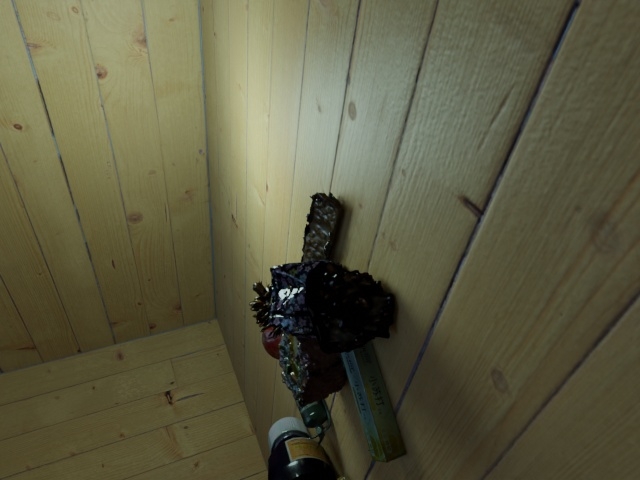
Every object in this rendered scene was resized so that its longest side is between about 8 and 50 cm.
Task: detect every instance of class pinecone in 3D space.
[{"bbox_3d":[-0.168,0.240,1.831,0.185,0.168,0.213,-39,78,52],"label":"pinecone"}]

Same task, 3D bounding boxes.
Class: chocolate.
[{"bbox_3d":[0.002,-0.005,1.401,0.102,0.065,0.329,45,147,24],"label":"chocolate"},{"bbox_3d":[0.097,0.151,1.182,0.176,0.206,0.224,-8,108,26],"label":"chocolate"}]

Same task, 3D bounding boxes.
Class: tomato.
[{"bbox_3d":[-0.187,0.414,2.072,0.189,0.099,0.174,-175,75,-67],"label":"tomato"}]

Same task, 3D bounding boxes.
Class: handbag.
[{"bbox_3d":[-0.032,0.160,1.365,0.126,0.228,0.208,22,-115,-66],"label":"handbag"}]

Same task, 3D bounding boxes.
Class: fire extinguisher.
[{"bbox_3d":[-0.038,0.579,1.787,0.093,0.118,0.294,46,-167,-53],"label":"fire extinguisher"}]

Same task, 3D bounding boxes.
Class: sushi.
[{"bbox_3d":[-0.022,0.341,1.505,0.237,0.170,0.270,-122,30,-42],"label":"sushi"}]

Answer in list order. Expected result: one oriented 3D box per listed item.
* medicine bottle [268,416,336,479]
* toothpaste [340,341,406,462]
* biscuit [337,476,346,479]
[{"bbox_3d":[-0.091,0.820,1.878,0.395,0.242,0.243,-132,34,-70],"label":"medicine bottle"},{"bbox_3d":[0.129,0.395,1.286,0.089,0.070,0.313,-42,61,62],"label":"toothpaste"},{"bbox_3d":[0.118,0.879,1.628,0.225,0.036,0.166,43,141,53],"label":"biscuit"}]
